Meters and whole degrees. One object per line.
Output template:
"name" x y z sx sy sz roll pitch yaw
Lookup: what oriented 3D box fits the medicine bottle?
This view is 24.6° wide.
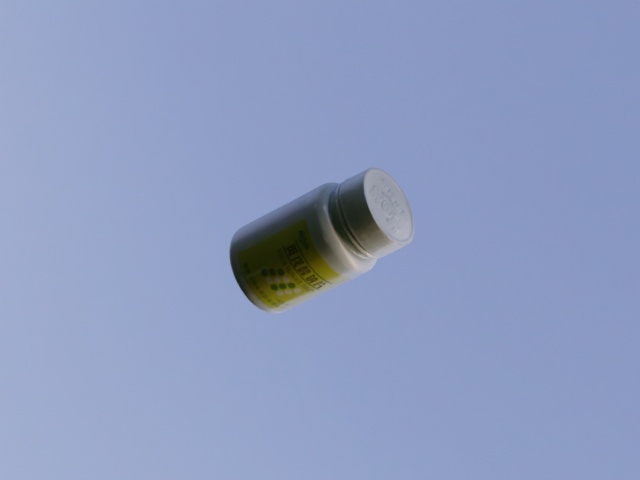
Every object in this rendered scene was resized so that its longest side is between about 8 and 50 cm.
"medicine bottle" 0.000 0.000 0.702 0.083 0.047 0.047 -26 -87 31
